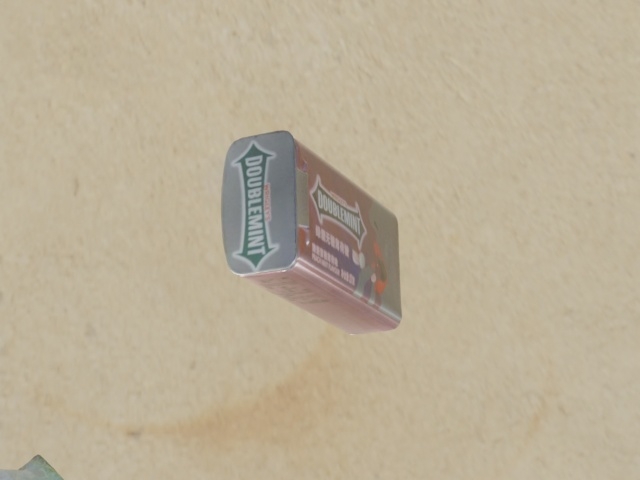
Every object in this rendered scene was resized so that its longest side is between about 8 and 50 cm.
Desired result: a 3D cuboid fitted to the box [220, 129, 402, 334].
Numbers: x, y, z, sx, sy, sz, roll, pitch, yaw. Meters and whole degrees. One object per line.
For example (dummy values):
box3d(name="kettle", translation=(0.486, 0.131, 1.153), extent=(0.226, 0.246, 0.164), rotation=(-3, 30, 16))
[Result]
box3d(name="box", translation=(0.000, 0.000, 1.203), extent=(0.069, 0.120, 0.224), rotation=(-10, 162, 23))

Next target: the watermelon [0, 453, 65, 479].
box3d(name="watermelon", translation=(-0.215, 0.302, 0.873), extent=(0.193, 0.232, 0.310), rotation=(33, 102, 23))
